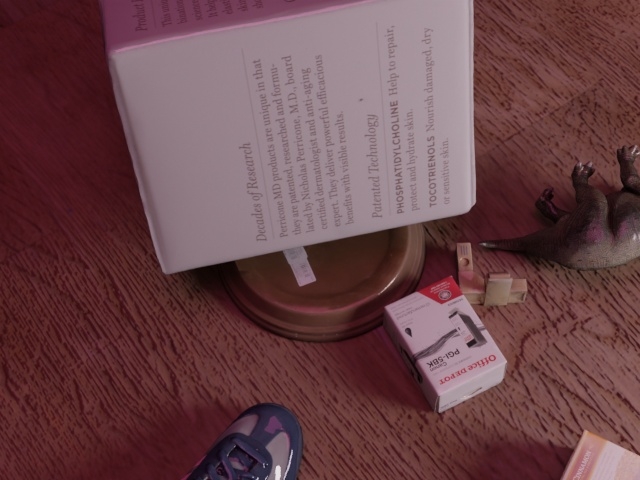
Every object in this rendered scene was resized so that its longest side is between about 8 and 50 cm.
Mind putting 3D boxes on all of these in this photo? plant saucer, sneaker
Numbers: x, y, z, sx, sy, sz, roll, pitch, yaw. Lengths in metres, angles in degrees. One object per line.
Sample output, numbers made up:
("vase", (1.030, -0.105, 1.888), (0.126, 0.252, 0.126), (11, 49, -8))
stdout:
("plant saucer", (0.000, 0.000, 1.382), (0.278, 0.041, 0.277), (-1, 61, 2))
("sneaker", (-0.122, 0.300, 1.159), (0.112, 0.131, 0.319), (26, 64, 17))

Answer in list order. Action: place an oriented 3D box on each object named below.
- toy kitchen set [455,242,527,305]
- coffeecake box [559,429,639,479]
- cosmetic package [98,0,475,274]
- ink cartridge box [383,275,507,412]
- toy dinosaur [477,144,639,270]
("toy kitchen set", (0.215, 0.034, 1.333), (0.083, 0.068, 0.075), (-2, 60, 2))
("coffeecake box", (0.343, 0.317, 1.161), (0.185, 0.068, 0.142), (25, 64, 16))
("cosmetic package", (-0.046, -0.214, 1.301), (0.394, 0.327, 0.329), (-12, 42, -4))
("ink cartridge box", (0.151, 0.125, 1.290), (0.099, 0.056, 0.135), (-25, 61, -12))
("toy dinosaur", (0.361, -0.021, 1.331), (0.314, 0.121, 0.160), (-5, 46, -5))
